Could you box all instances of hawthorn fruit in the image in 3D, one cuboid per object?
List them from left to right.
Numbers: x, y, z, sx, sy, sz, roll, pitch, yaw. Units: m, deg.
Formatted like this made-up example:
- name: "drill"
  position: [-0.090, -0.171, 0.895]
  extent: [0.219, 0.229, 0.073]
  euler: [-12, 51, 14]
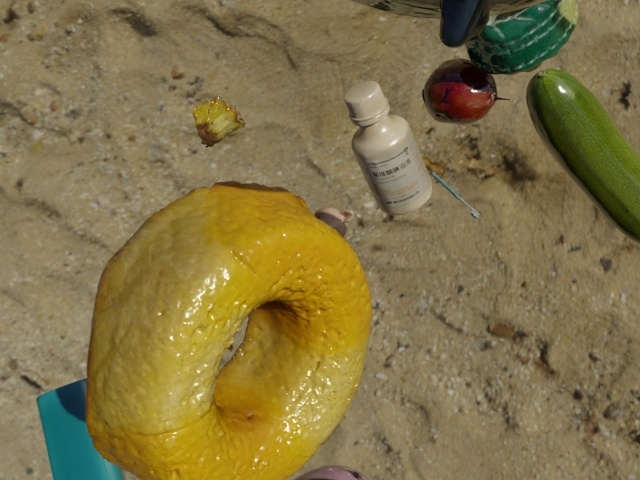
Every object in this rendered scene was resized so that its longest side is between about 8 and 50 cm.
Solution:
- name: "hawthorn fruit"
  position: [0.383, -0.384, 1.687]
  extent: [0.235, 0.181, 0.181]
  euler: [12, 123, 43]

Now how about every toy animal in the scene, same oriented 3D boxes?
- name: "toy animal"
  position: [0.005, 0.002, 1.196]
  extent: [0.083, 0.089, 0.150]
  euler: [30, 101, 40]

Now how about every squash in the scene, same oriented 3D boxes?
- name: "squash"
  position: [0.287, -0.075, 0.661]
  extent: [0.069, 0.069, 0.258]
  euler: [-33, 114, 33]

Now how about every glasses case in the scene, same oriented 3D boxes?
- name: "glasses case"
  position: [-0.403, 0.397, 1.125]
  extent: [0.070, 0.117, 0.301]
  euler: [111, 139, -67]

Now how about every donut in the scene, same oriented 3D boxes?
- name: "donut"
  position: [-0.066, 0.103, 0.590]
  extent: [0.110, 0.303, 0.303]
  euler: [25, 128, 41]

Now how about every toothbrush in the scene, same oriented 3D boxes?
- name: "toothbrush"
  position: [0.310, -0.104, 1.506]
  extent: [0.167, 0.014, 0.011]
  euler: [39, 153, -20]

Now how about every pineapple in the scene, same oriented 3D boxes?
- name: "pineapple"
  position: [-0.244, -0.267, 1.487]
  extent: [0.137, 0.116, 0.069]
  euler: [10, 158, 39]

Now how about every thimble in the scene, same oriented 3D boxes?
- name: "thimble"
  position: [0.464, -0.534, 1.527]
  extent: [0.288, 0.254, 0.167]
  euler: [-39, 137, 5]

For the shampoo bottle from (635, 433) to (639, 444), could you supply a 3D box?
- name: "shampoo bottle"
  position: [0.564, 0.457, 1.067]
  extent: [0.153, 0.071, 0.284]
  euler: [7, 107, 42]

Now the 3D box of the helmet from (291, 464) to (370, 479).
- name: "helmet"
  position: [0.000, 0.466, 1.081]
  extent: [0.253, 0.154, 0.198]
  euler: [-34, 106, 35]

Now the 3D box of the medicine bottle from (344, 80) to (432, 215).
- name: "medicine bottle"
  position: [0.118, -0.169, 1.193]
  extent: [0.114, 0.114, 0.252]
  euler: [-8, 131, 26]

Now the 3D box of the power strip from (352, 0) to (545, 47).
- name: "power strip"
  position: [0.080, -0.269, 0.279]
  extent: [0.358, 0.161, 0.357]
  euler: [-1, 97, -5]
